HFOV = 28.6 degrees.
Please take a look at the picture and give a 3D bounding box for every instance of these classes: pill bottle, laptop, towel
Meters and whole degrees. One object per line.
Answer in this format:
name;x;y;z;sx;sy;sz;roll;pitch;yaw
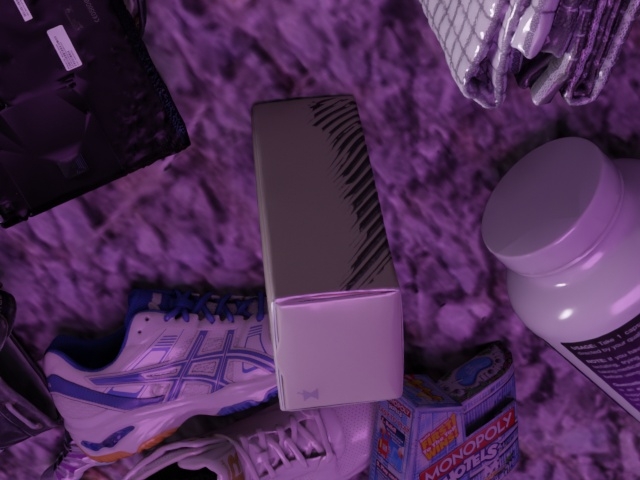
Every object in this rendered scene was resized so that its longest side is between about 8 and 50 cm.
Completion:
pill bottle;0.292;0.051;1.119;0.181;0.181;0.323;-38;122;21
laptop;-0.273;-0.140;0.977;0.264;0.136;0.234;-24;127;0
towel;0.162;-0.253;0.845;0.121;0.235;0.283;6;127;-17

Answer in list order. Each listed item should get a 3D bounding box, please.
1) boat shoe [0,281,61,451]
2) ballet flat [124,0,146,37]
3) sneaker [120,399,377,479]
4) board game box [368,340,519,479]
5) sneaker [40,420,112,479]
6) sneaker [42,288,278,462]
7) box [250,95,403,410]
boat shoe;-0.330;0.069;1.129;0.119;0.121;0.335;-19;138;-1
ballet flat;-0.169;-0.226;0.933;0.074;0.074;0.203;-9;127;1
sneaker;-0.054;0.213;1.203;0.293;0.169;0.108;-21;88;4
board game box;0.123;0.192;1.231;0.194;0.060;0.194;-30;133;-23
sneaker;-0.255;0.209;1.279;0.098;0.038;0.069;-29;123;4
sneaker;-0.117;0.093;1.160;0.296;0.112;0.131;-26;108;3
box;0.000;0.000;0.992;0.094;0.275;0.113;-6;127;-3
